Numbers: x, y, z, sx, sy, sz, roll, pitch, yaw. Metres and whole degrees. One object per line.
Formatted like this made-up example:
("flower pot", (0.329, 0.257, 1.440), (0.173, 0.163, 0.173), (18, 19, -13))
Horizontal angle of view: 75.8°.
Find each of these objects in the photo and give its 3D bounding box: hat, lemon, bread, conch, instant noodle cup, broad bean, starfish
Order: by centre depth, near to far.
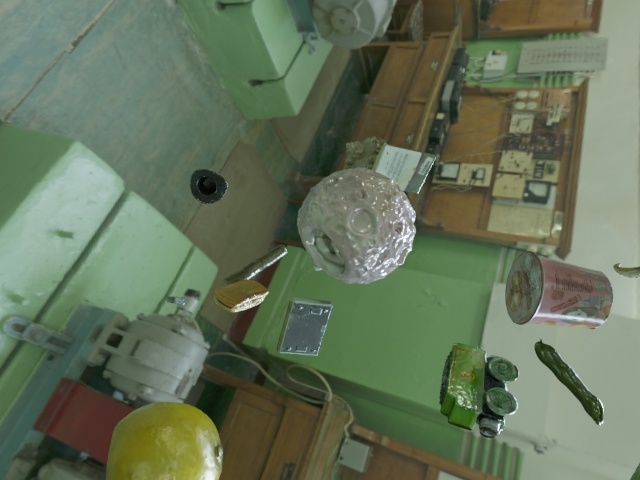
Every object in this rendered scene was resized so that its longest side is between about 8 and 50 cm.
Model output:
("lemon", (-0.325, 0.475, 0.900), (0.240, 0.220, 0.240), (174, -90, -84))
("broad bean", (0.693, 0.388, 1.140), (0.052, 0.256, 0.052), (-27, 157, -18))
("hat", (-0.330, -0.168, 1.228), (0.050, 0.121, 0.121), (-71, 160, -59))
("starfish", (1.060, 0.097, 1.298), (0.216, 0.238, 0.070), (15, 84, -37))
("instant noodle cup", (0.759, 0.169, 1.322), (0.243, 0.232, 0.242), (10, 90, -90))
("bread", (-0.284, 0.198, 1.463), (0.201, 0.116, 0.076), (-14, 131, -56))
("conch", (0.256, -0.348, 1.998), (0.297, 0.353, 0.210), (-57, 174, -18))

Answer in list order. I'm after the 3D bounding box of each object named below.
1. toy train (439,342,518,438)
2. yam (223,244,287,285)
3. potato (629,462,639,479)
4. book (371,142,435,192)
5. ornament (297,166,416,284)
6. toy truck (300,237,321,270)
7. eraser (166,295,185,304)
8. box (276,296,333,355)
("toy train", (0.568, 0.539, 1.494), (0.307, 0.249, 0.173), (-61, 158, -45))
("yam", (-0.256, 0.103, 1.638), (0.274, 0.061, 0.061), (-34, 137, -17))
("potato", (0.790, 0.609, 0.949), (0.269, 0.255, 0.112), (63, 4, 33))
("book", (0.366, -0.318, 1.847), (0.290, 0.026, 0.201), (6, 122, -27))
("ornament", (0.086, -0.036, 0.907), (0.225, 0.260, 0.259), (-38, 137, -26))
("toy truck", (0.000, 0.000, 1.591), (0.213, 0.161, 0.176), (-105, -171, -63))
("eraser", (-0.344, 0.141, 0.975), (0.027, 0.099, 0.019), (18, 75, -29))
("box", (-0.067, 0.379, 1.791), (0.045, 0.211, 0.269), (-121, -135, -64))
